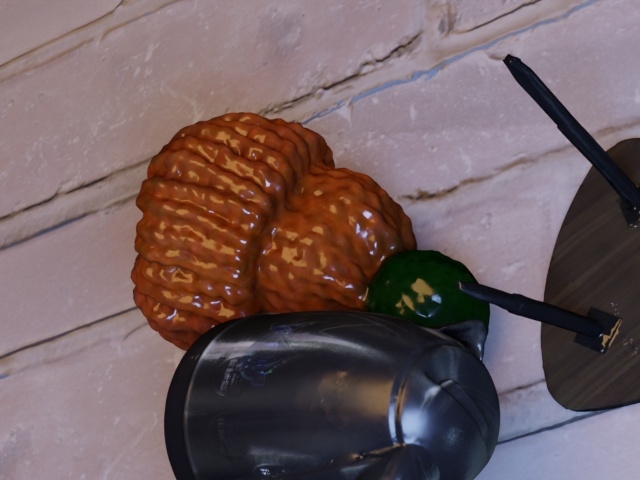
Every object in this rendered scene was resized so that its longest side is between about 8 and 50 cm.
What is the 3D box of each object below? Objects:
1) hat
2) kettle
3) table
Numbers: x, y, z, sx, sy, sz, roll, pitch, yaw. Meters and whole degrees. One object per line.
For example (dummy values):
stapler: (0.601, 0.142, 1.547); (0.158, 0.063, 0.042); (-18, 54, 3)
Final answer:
hat: (0.000, 0.000, 2.165); (0.400, 0.285, 0.285); (5, 67, 30)
kettle: (0.010, 0.201, 1.896); (0.324, 0.228, 0.321); (-10, 34, 49)
table: (0.276, -0.035, 1.953); (0.317, 0.249, 0.317); (-20, 53, 29)
